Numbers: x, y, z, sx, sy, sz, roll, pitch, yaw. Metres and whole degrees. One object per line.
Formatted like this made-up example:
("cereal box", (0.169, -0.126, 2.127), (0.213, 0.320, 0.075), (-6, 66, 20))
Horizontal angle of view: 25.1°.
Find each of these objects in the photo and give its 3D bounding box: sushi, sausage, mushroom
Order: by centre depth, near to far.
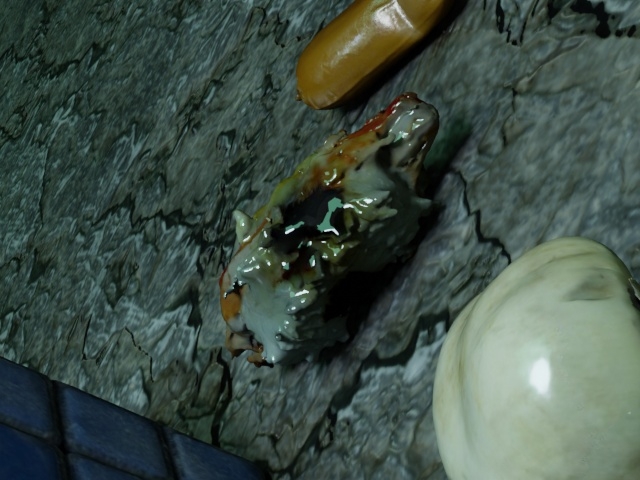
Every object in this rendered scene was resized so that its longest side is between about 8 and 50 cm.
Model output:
("mushroom", (0.114, 0.070, 0.621), (0.154, 0.122, 0.154), (166, 90, -78))
("sushi", (0.000, 0.002, 0.918), (0.226, 0.097, 0.103), (-57, 29, 21))
("sausage", (0.040, -0.150, 1.033), (0.183, 0.054, 0.062), (-40, 67, 40))

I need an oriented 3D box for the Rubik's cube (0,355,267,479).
("Rubik's cube", (-0.212, 0.283, 0.794), (0.343, 0.344, 0.337), (-57, 26, 13))
